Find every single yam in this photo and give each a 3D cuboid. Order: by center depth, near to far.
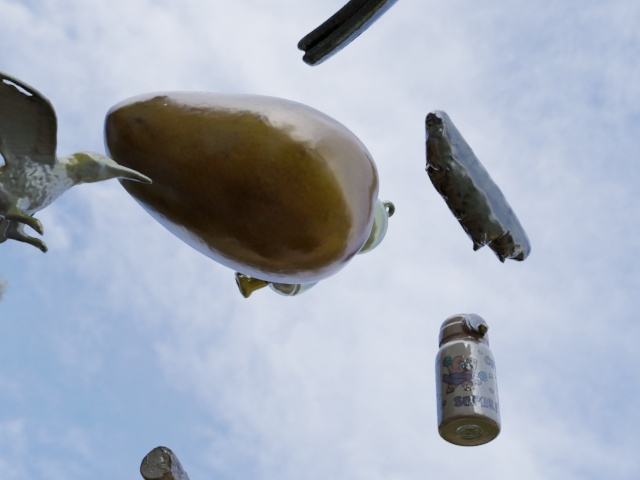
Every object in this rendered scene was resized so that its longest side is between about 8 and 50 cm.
[{"bbox_3d":[-0.164,0.340,1.268,0.057,0.056,0.241,2,-45,24],"label":"yam"}]

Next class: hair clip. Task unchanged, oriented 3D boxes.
[{"bbox_3d":[0.061,-0.177,0.499,0.070,0.039,0.229,36,-73,9],"label":"hair clip"}]

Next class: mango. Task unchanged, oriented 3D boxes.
[{"bbox_3d":[-0.104,-0.078,1.297,0.378,0.221,0.264,20,-12,16],"label":"mango"}]

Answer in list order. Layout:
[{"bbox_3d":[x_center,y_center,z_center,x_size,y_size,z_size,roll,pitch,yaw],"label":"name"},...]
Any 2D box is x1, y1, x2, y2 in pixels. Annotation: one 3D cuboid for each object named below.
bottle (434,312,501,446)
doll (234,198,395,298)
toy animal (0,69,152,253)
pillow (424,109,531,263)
[{"bbox_3d":[0.231,0.208,1.605,0.097,0.209,0.110,15,-42,-15],"label":"bottle"},{"bbox_3d":[-0.006,-0.002,1.617,0.117,0.296,0.141,9,-62,55],"label":"doll"},{"bbox_3d":[-0.216,-0.034,0.792,0.155,0.095,0.219,14,-36,-5],"label":"toy animal"},{"bbox_3d":[0.196,-0.058,1.346,0.051,0.093,0.241,-20,-72,49],"label":"pillow"}]
